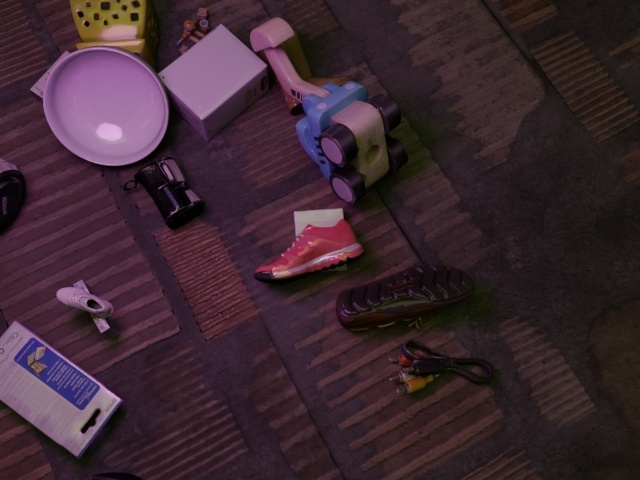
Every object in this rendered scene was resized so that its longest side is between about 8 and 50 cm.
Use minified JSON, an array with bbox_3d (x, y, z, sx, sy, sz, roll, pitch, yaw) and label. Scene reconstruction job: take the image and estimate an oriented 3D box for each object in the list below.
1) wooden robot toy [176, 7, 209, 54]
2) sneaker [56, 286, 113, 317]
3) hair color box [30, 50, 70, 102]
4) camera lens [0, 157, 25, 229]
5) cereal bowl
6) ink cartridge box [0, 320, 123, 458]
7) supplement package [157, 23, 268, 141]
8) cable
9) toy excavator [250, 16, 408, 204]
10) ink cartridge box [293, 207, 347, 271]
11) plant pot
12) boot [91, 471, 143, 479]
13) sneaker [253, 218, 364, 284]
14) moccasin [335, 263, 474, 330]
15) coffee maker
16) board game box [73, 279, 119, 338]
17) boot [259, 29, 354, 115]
[{"bbox_3d":[-0.396,-0.666,2.005,0.076,0.079,0.173,27,73,6],"label":"wooden robot toy"},{"bbox_3d":[-0.606,0.151,1.633,0.152,0.061,0.054,17,74,5],"label":"sneaker"},{"bbox_3d":[-0.785,-0.482,1.942,0.093,0.053,0.167,33,72,7],"label":"hair color box"},{"bbox_3d":[-0.973,-0.156,1.740,0.274,0.219,0.219,27,73,6],"label":"camera lens"},{"bbox_3d":[-0.598,-0.392,1.826,0.338,0.141,0.339,-3,116,-5],"label":"cereal bowl"},{"bbox_3d":[-0.706,0.384,1.660,0.371,0.069,0.176,33,73,10],"label":"ink cartridge box"},{"bbox_3d":[-0.317,-0.470,1.911,0.204,0.145,0.262,44,76,11],"label":"supplement package"},{"bbox_3d":[0.325,0.341,1.742,0.287,0.072,0.139,1,55,-15],"label":"cable"},{"bbox_3d":[-0.005,-0.374,1.808,0.222,0.433,0.445,-39,49,-21],"label":"toy excavator"},{"bbox_3d":[0.000,0.000,1.839,0.145,0.045,0.179,-4,91,-4],"label":"ink cartridge box"},{"bbox_3d":[-0.604,-0.607,1.906,0.227,0.228,0.207,-6,78,-5],"label":"plant pot"},{"bbox_3d":[-0.477,0.732,1.565,0.264,0.096,0.280,19,80,-4],"label":"boot"},{"bbox_3d":[-0.043,0.030,1.772,0.313,0.116,0.136,-17,81,-12],"label":"sneaker"},{"bbox_3d":[0.232,0.167,1.745,0.380,0.147,0.139,-19,60,-5],"label":"moccasin"},{"bbox_3d":[-0.443,-0.125,1.822,0.171,0.120,0.178,-36,75,11],"label":"coffee maker"},{"bbox_3d":[-0.597,0.186,1.708,0.026,0.103,0.154,-32,77,-12],"label":"board game box"},{"bbox_3d":[-0.044,-0.544,1.978,0.236,0.089,0.270,-19,73,-9],"label":"boot"}]
